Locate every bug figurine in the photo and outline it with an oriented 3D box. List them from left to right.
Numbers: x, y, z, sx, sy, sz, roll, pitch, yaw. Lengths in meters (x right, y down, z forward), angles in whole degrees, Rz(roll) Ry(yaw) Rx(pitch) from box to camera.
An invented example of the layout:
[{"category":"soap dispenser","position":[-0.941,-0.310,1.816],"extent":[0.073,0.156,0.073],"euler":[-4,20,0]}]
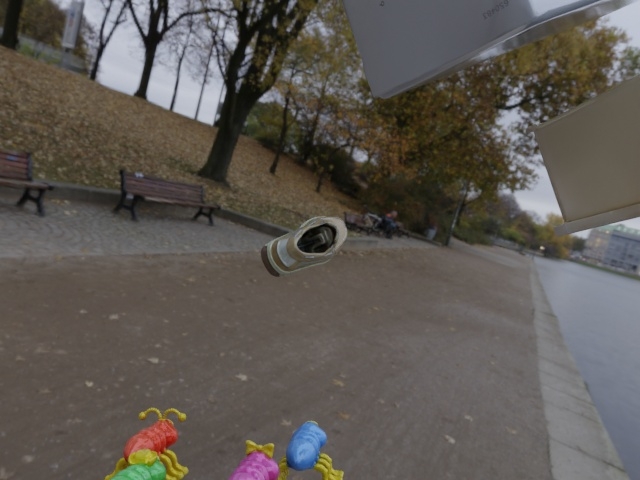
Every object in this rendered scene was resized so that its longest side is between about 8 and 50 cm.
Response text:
[{"category":"bug figurine","position":[-0.118,0.242,0.518],"extent":[0.279,0.072,0.216],"euler":[-2,-3,6]}]

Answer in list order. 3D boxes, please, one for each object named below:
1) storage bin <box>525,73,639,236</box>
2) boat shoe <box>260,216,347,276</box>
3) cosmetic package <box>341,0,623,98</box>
[{"category":"storage bin","position":[0.392,-0.118,0.442],"extent":[0.260,0.123,0.262],"euler":[-16,-5,-26]},{"category":"boat shoe","position":[0.000,0.000,0.667],"extent":[0.072,0.068,0.190],"euler":[-28,3,33]},{"category":"cosmetic package","position":[0.190,-0.288,0.400],"extent":[0.385,0.217,0.156],"euler":[-26,10,-30]}]
